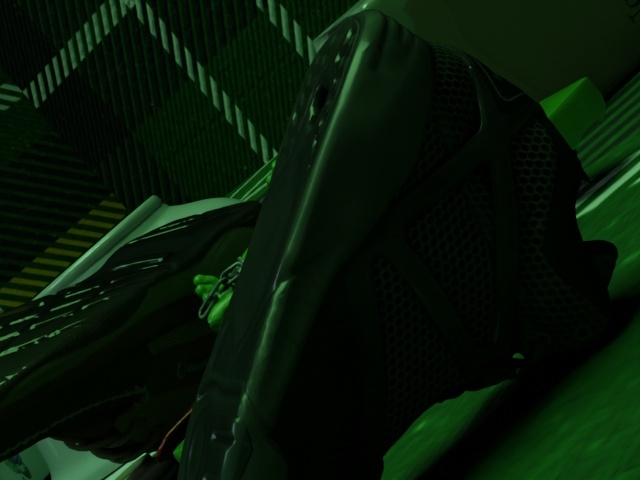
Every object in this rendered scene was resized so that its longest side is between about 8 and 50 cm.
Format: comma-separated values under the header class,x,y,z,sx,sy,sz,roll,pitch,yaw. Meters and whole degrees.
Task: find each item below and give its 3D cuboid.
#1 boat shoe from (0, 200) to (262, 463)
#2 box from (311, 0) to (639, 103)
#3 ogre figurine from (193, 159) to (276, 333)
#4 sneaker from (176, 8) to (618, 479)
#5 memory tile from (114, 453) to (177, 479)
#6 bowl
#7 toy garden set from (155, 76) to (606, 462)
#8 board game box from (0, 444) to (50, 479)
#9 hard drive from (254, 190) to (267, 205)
class,x,y,z,sx,sy,sz,roll,pitch,yaw
boat shoe,-0.114,0.076,1.009,0.123,0.119,0.324,-11,14,35
box,0.161,-0.178,1.032,0.311,0.148,0.121,-44,7,-14
ogre figurine,0.000,0.000,0.999,0.197,0.097,0.118,12,-63,-55
sneaker,0.028,0.048,0.565,0.087,0.130,0.227,-179,110,-75
memory tile,-0.149,0.184,0.990,0.148,0.012,0.113,-42,6,-16
bowl,-0.141,0.058,1.299,0.298,0.134,0.298,-41,5,4
toy garden set,0.023,0.039,0.800,0.244,0.049,0.204,-45,9,-31
board game box,-0.297,0.191,1.464,0.224,0.097,0.303,-42,5,25
hard drive,-0.097,0.013,1.746,0.255,0.054,0.172,-39,6,19
